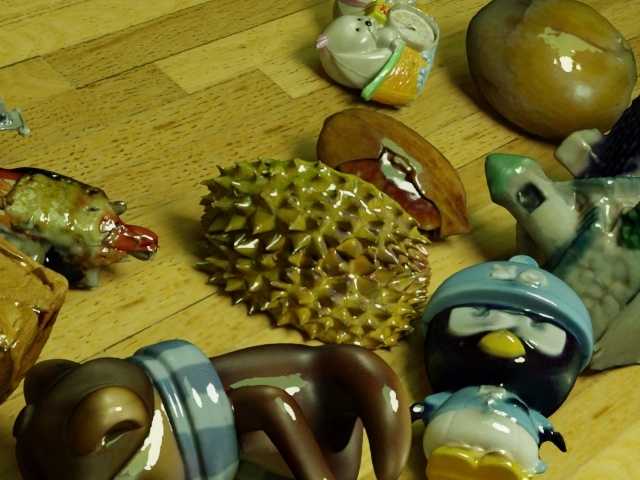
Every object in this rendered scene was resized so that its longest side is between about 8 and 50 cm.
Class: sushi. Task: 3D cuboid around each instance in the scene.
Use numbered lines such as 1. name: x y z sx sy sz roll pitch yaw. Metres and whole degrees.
1. sushi: -0.267 -0.011 1.626 0.226 0.103 0.097 15 26 -11

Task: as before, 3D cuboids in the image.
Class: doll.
1. doll: 0.181 0.123 1.691 0.177 0.141 0.314 11 42 7
2. doll: -0.093 0.189 1.437 0.340 0.209 0.318 -4 14 -35

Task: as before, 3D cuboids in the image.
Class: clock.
1. clock: 0.070 -0.252 2.099 0.144 0.103 0.231 29 38 -10

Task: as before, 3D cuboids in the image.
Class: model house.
1. model house: 0.348 -0.033 1.895 0.298 0.243 0.284 -2 41 -46

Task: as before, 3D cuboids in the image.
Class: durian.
1. durian: 0.001 0.002 1.727 0.260 0.186 0.154 6 33 -4

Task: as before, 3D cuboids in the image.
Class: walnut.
1. walnut: 0.084 -0.070 1.896 0.207 0.116 0.116 36 38 2

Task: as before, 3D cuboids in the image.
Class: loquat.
1. loquat: 0.289 -0.222 2.132 0.227 0.179 0.179 24 37 -1

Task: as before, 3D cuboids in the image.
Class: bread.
1. bread: -0.318 0.069 1.469 0.158 0.143 0.149 26 37 -6

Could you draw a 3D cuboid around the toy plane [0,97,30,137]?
1. toy plane: -0.406 -0.156 1.723 0.192 0.088 0.262 0 44 -28
